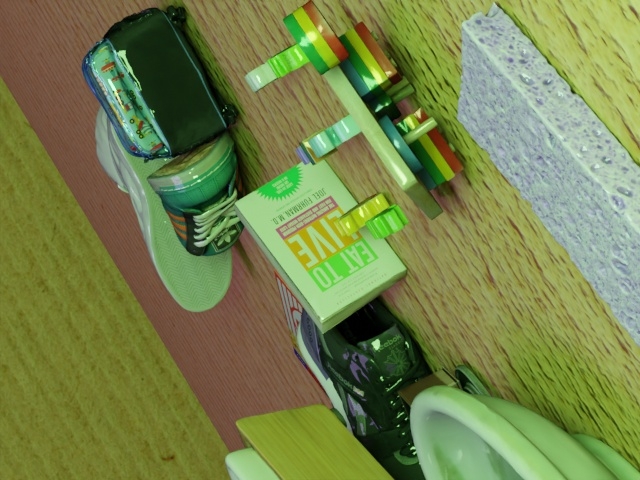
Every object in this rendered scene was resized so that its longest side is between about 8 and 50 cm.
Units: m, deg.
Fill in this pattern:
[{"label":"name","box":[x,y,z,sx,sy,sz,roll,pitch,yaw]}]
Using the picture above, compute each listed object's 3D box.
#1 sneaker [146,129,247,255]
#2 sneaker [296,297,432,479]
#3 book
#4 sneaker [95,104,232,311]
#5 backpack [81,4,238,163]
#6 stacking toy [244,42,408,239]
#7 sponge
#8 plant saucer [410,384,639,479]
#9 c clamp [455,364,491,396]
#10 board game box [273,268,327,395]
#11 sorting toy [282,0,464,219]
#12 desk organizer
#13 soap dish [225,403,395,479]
[{"label":"sneaker","box":[-0.124,-0.047,1.922,0.121,0.108,0.302,59,175,-4]},{"label":"sneaker","box":[0.065,0.149,1.665,0.283,0.107,0.124,53,160,23]},{"label":"book","box":[0.000,0.000,1.570,0.144,0.096,0.035,53,166,20]},{"label":"sneaker","box":[-0.204,-0.057,2.203,0.169,0.108,0.293,-157,47,-71]},{"label":"backpack","box":[-0.181,-0.164,1.824,0.158,0.117,0.173,62,169,-10]},{"label":"stacking toy","box":[0.011,-0.084,1.399,0.167,0.052,0.221,58,173,-5]},{"label":"sponge","box":[0.156,-0.038,1.050,0.210,0.031,0.117,53,166,21]},{"label":"plant saucer","box":[0.222,0.267,1.347,0.400,0.100,0.400,54,166,20]},{"label":"c clamp","box":[0.169,0.189,1.551,0.137,0.022,0.161,51,167,55]},{"label":"board game box","box":[0.016,0.118,1.890,0.147,0.045,0.193,50,165,31]},{"label":"sorting toy","box":[0.054,-0.088,1.228,0.132,0.046,0.274,57,-175,14]},{"label":"desk organizer","box":[0.122,0.187,1.570,0.130,0.050,0.047,66,173,-18]},{"label":"soap dish","box":[0.045,0.302,1.575,0.291,0.118,0.229,44,162,35]}]
